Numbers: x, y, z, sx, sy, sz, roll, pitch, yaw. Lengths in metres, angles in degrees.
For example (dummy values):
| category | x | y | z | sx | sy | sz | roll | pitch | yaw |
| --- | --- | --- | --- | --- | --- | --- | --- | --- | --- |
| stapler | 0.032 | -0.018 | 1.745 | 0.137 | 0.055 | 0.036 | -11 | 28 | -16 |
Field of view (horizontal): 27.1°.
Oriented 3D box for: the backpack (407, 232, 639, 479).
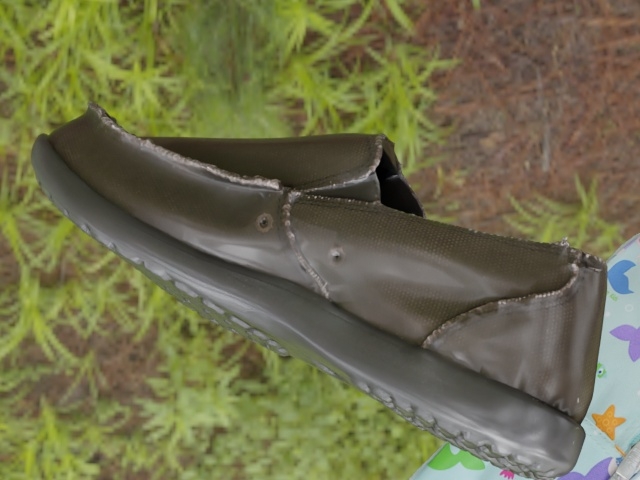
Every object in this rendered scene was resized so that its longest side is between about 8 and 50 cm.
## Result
| category | x | y | z | sx | sy | sz | roll | pitch | yaw |
| --- | --- | --- | --- | --- | --- | --- | --- | --- | --- |
| backpack | 0.182 | 0.128 | 0.710 | 0.253 | 0.191 | 0.225 | -55 | 140 | -1 |

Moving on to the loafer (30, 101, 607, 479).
| category | x | y | z | sx | sy | sz | roll | pitch | yaw |
| --- | --- | --- | --- | --- | --- | --- | --- | --- | --- |
| loafer | 0.000 | 0.000 | 0.442 | 0.220 | 0.078 | 0.080 | 26 | 171 | 24 |
